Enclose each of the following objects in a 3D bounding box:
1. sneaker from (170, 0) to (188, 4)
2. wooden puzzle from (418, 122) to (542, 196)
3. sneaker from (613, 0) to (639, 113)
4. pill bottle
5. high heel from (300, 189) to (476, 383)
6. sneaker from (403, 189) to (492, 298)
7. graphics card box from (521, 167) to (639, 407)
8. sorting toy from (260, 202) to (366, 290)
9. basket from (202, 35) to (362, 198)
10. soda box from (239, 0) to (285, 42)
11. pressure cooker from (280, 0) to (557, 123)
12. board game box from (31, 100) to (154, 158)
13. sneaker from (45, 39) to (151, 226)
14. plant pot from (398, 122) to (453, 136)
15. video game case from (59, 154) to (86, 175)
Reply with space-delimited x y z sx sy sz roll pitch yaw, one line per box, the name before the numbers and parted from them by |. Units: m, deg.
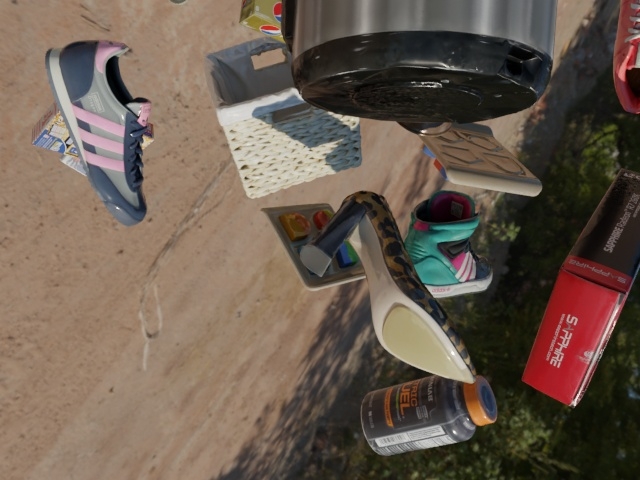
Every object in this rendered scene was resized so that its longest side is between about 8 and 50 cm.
sneaker | -0.343 -0.616 1.141 0.118 0.083 0.222 -70 145 -73
wooden puzzle | 0.443 -0.248 1.621 0.322 0.347 0.080 6 129 -21
sneaker | 0.559 -0.356 0.912 0.136 0.116 0.313 -57 142 -35
pill bottle | 0.212 0.334 1.059 0.246 0.130 0.130 -25 177 29
high heel | 0.116 0.045 0.691 0.093 0.261 0.186 -50 178 42
sneaker | 0.245 -0.001 0.999 0.295 0.124 0.178 -4 108 -51
graphics card box | 0.453 0.060 0.878 0.371 0.094 0.232 -37 140 -40
sorting toy | 0.000 0.000 1.096 0.193 0.208 0.038 -9 148 -46
basket | -0.086 -0.323 1.338 0.328 0.331 0.266 -17 131 -4
soda box | -0.074 -0.454 1.132 0.181 0.061 0.058 8 86 -37
pressure cooker | 0.147 -0.398 0.769 0.376 0.370 0.420 2 93 -26
board game box | -0.474 -0.222 1.137 0.147 0.045 0.193 -29 150 34
sneaker | -0.337 -0.176 0.918 0.112 0.131 0.319 -97 173 -64
plant pot | 0.259 -0.355 1.246 0.167 0.167 0.165 -48 167 -32
video game case | -0.622 -0.268 1.579 0.201 0.023 0.183 -49 153 -2
